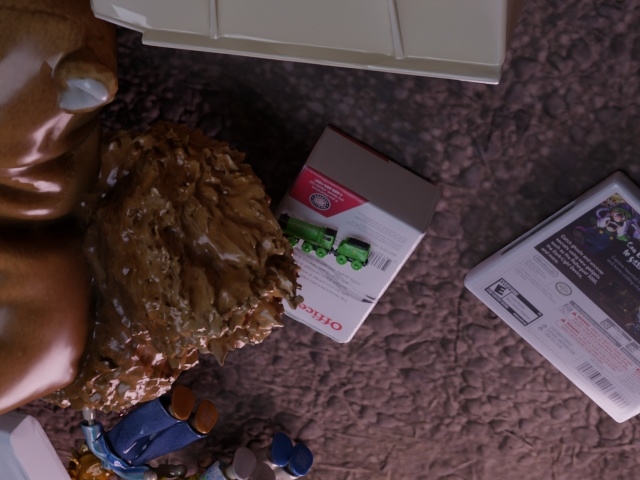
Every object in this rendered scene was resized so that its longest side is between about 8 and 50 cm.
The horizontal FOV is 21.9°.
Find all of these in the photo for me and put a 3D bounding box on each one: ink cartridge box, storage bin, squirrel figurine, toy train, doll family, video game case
[{"bbox_3d":[0.013,-0.002,1.342,0.109,0.063,0.150,29,133,-4],"label":"ink cartridge box"},{"bbox_3d":[0.016,-0.232,1.018,0.260,0.262,0.123,8,133,14],"label":"storage bin"},{"bbox_3d":[-0.207,-0.043,1.270,0.397,0.281,0.370,19,123,-17],"label":"squirrel figurine"},{"bbox_3d":[0.000,0.000,1.294,0.083,0.017,0.024,20,122,6],"label":"toy train"},{"bbox_3d":[-0.148,0.202,1.535,0.263,0.118,0.163,44,129,-18],"label":"doll family"},{"bbox_3d":[0.241,0.050,1.331,0.190,0.022,0.173,41,130,-14],"label":"video game case"}]

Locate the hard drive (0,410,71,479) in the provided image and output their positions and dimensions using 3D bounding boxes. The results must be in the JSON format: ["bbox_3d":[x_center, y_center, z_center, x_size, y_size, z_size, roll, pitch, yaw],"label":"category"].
[{"bbox_3d":[-0.358,0.229,1.628,0.307,0.040,0.203,7,132,38],"label":"hard drive"}]
